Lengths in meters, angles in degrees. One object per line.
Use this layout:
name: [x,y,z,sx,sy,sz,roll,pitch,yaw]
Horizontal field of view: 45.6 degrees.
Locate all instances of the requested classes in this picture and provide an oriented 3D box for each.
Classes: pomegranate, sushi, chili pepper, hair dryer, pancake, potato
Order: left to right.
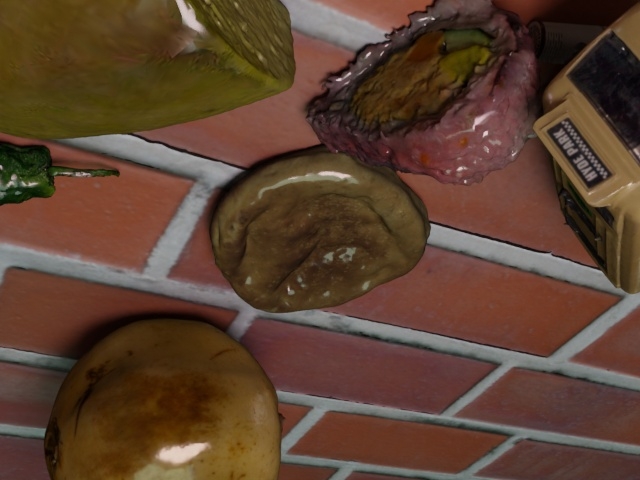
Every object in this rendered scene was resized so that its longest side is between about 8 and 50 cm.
chili pepper: [-0.366,-0.051,0.804,0.278,0.065,0.122,-15,149,10]
potato: [-0.212,-0.168,0.580,0.280,0.213,0.330,-26,136,18]
pomegranate: [-0.202,0.271,1.023,0.332,0.333,0.333,-5,140,-4]
pancake: [0.000,0.000,0.942,0.294,0.050,0.294,-6,140,-5]
sushi: [0.101,-0.119,0.732,0.241,0.161,0.107,-30,137,22]
hair dryer: [0.269,-0.154,0.824,0.154,0.044,0.183,2,144,-11]

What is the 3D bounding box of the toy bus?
toy bus: [0.327,-0.074,0.727,0.201,0.177,0.365,-33,156,10]
